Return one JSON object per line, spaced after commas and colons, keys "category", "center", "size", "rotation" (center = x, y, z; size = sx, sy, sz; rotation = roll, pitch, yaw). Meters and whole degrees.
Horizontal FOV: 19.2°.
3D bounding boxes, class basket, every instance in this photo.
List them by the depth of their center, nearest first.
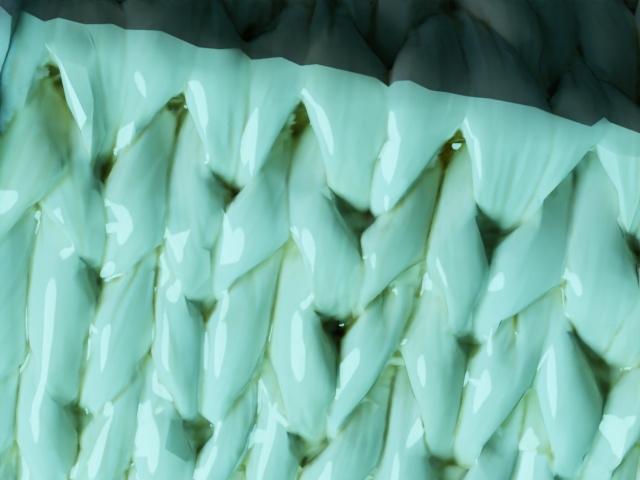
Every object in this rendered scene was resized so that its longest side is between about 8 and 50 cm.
{"category": "basket", "center": [0.000, 0.000, 0.544], "size": [0.328, 0.266, 0.331], "rotation": [-91, 10, -54]}
